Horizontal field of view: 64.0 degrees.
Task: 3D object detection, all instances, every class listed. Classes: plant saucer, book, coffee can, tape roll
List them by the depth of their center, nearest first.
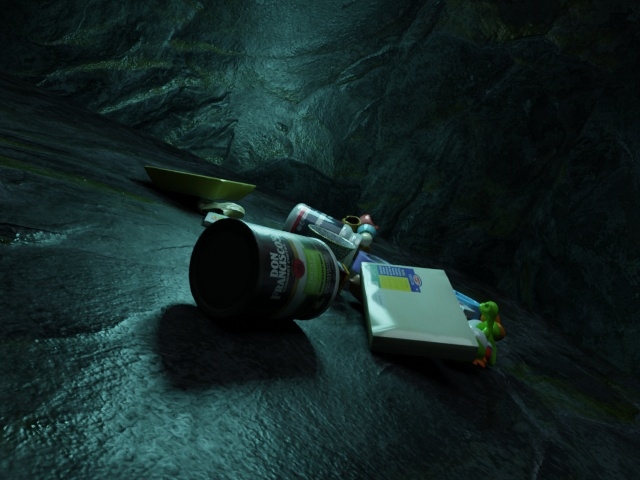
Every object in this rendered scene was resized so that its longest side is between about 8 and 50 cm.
[{"bbox_3d":[-0.116,0.072,1.121,0.201,0.202,0.275,32,11,35],"label":"coffee can"},{"bbox_3d":[-0.356,-0.061,1.791,0.096,0.035,0.144,20,11,-12],"label":"book"},{"bbox_3d":[-0.468,-0.215,2.014,0.332,0.081,0.333,12,5,14],"label":"plant saucer"},{"bbox_3d":[0.235,0.122,2.195,0.188,0.080,0.189,24,8,-4],"label":"tape roll"}]

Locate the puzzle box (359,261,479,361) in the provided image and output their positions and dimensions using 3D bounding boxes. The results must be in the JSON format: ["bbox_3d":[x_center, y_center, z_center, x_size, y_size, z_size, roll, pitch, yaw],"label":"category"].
[{"bbox_3d":[0.257,0.184,1.444,0.271,0.052,0.409,6,24,-2],"label":"puzzle box"}]

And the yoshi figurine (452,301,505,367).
[{"bbox_3d":[0.449,0.277,1.601,0.202,0.204,0.362,12,4,29],"label":"yoshi figurine"}]

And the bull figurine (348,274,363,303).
[{"bbox_3d":[0.218,0.206,1.601,0.188,0.101,0.310,26,11,-49],"label":"bull figurine"}]

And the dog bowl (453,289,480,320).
[{"bbox_3d":[0.610,0.273,2.370,0.297,0.074,0.166,28,9,14],"label":"dog bowl"}]

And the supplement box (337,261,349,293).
[{"bbox_3d":[-0.011,0.092,1.681,0.188,0.081,0.104,23,10,-15],"label":"supplement box"}]

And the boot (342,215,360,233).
[{"bbox_3d":[0.110,0.001,2.118,0.104,0.211,0.295,28,9,9],"label":"boot"}]

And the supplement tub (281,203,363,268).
[{"bbox_3d":[0.000,0.000,1.886,0.272,0.191,0.191,26,9,4],"label":"supplement tub"}]

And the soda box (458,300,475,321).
[{"bbox_3d":[0.554,0.279,2.198,0.073,0.069,0.216,19,10,-33],"label":"soda box"}]

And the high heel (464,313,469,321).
[{"bbox_3d":[0.474,0.276,2.045,0.186,0.093,0.261,41,-7,-24],"label":"high heel"}]

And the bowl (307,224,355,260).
[{"bbox_3d":[0.021,0.021,1.653,0.170,0.080,0.170,25,10,-5],"label":"bowl"}]

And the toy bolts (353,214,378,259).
[{"bbox_3d":[0.171,0.019,2.328,0.218,0.228,0.159,45,31,-18],"label":"toy bolts"}]

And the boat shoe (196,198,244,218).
[{"bbox_3d":[-0.368,-0.103,1.916,0.189,0.068,0.072,7,30,-31],"label":"boat shoe"}]
